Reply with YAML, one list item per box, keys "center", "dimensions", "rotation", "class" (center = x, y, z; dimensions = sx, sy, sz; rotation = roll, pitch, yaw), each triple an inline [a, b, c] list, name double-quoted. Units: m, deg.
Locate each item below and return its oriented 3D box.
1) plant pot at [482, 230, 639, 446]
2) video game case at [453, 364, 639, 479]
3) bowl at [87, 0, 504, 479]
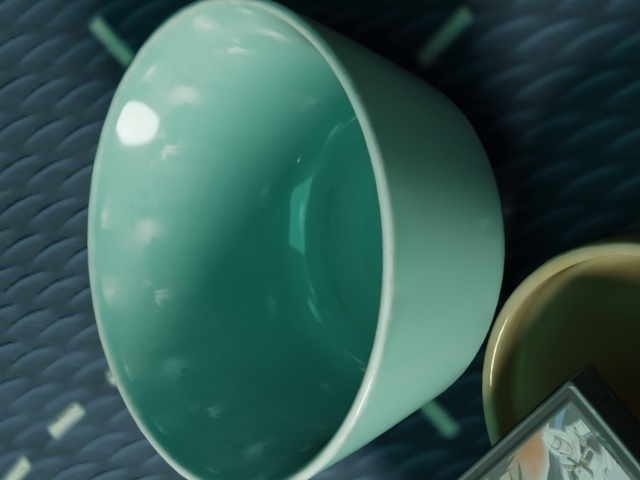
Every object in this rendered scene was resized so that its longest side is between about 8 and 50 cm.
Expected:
- center: [0.226, 0.099, 1.120]
  dimensions: [0.237, 0.110, 0.237]
  rotation: [15, 115, 34]
  class: "plant pot"
- center: [0.160, 0.250, 1.136]
  dimensions: [0.248, 0.035, 0.275]
  rotation: [51, 131, 12]
  class: "video game case"
- center: [0.000, 0.000, 1.163]
  dimensions: [0.311, 0.163, 0.311]
  rotation: [5, 96, 50]
  class: "bowl"
